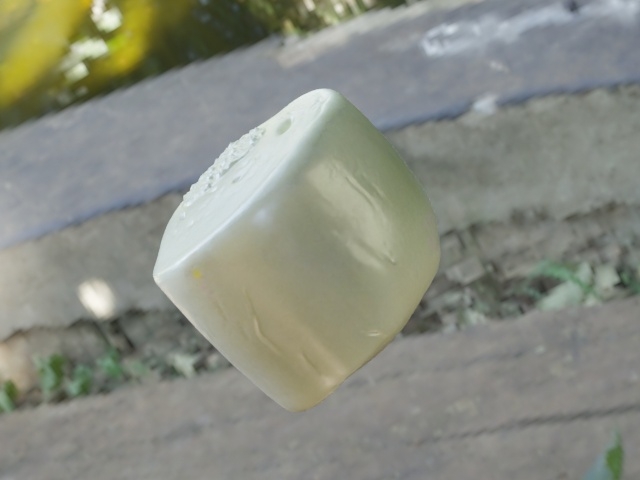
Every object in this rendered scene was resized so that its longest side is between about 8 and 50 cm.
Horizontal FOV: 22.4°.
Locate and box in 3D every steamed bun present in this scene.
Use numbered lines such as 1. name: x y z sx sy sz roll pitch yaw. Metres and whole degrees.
1. steamed bun: 0.000 0.000 1.276 0.155 0.200 0.250 -30 19 42
